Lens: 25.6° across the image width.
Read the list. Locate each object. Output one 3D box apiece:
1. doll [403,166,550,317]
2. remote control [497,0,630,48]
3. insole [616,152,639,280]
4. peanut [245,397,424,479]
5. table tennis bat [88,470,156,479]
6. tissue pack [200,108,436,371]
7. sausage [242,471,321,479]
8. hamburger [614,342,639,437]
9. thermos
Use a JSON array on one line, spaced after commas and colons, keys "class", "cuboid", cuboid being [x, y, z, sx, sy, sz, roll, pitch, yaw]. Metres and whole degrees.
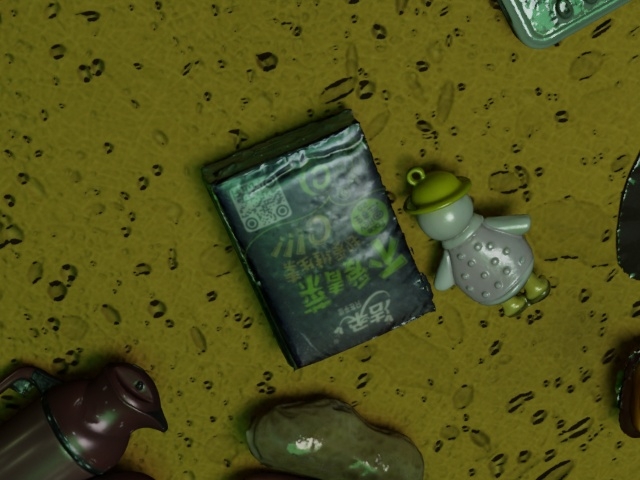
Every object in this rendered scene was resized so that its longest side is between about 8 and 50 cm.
[{"class": "doll", "cuboid": [0.159, 0.000, 1.485, 0.129, 0.081, 0.207, -36, 109, 20]}, {"class": "remote control", "cuboid": [0.322, -0.320, 1.393, 0.335, 0.065, 0.128, -29, 110, 4]}, {"class": "insole", "cuboid": [0.393, -0.105, 1.518, 0.111, 0.007, 0.327, 5, 110, -12]}, {"class": "peanut", "cuboid": [0.021, 0.231, 1.549, 0.214, 0.099, 0.099, 26, 105, -15]}, {"class": "table tennis bat", "cuboid": [-0.254, 0.373, 1.542, 0.200, 0.038, 0.310, -15, 136, -34]}, {"class": "tissue pack", "cuboid": [0.000, 0.000, 1.465, 0.173, 0.073, 0.235, -24, 113, 2]}, {"class": "sausage", "cuboid": [0.096, 0.341, 1.606, 0.433, 0.088, 0.088, 19, 107, -14]}, {"class": "hamburger", "cuboid": [0.410, 0.166, 1.581, 0.166, 0.087, 0.137, 0, 112, -7]}, {"class": "thermos", "cuboid": [-0.317, 0.232, 1.501, 0.330, 0.136, 0.109, -36, 144, 6]}]
